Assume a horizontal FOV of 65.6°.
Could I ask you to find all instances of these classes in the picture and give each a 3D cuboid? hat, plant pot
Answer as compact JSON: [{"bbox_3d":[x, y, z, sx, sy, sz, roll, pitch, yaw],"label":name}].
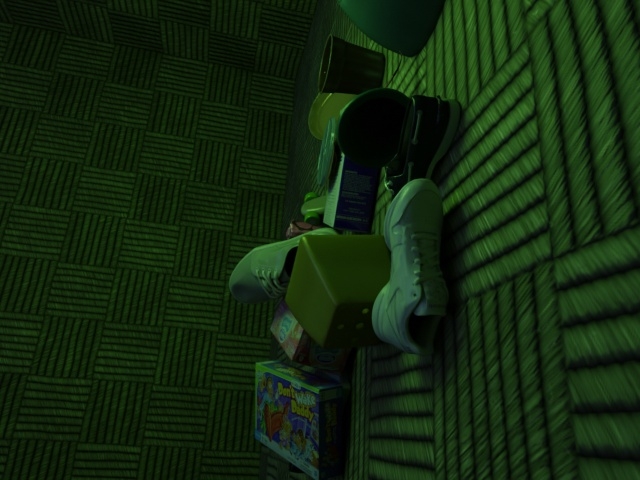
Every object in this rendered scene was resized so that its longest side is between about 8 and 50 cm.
[{"bbox_3d":[0.136,-0.287,1.137,0.173,0.208,0.183,56,-163,-25],"label":"hat"},{"bbox_3d":[0.151,-0.589,1.135,0.290,0.195,0.290,-172,90,-80],"label":"plant pot"},{"bbox_3d":[0.062,-0.425,1.608,0.236,0.032,0.236,-18,60,35],"label":"plant pot"},{"bbox_3d":[0.091,-0.500,1.452,0.167,0.165,0.167,-173,90,-79],"label":"plant pot"},{"bbox_3d":[0.059,0.126,1.127,0.187,0.212,0.212,-116,33,-48],"label":"plant pot"}]

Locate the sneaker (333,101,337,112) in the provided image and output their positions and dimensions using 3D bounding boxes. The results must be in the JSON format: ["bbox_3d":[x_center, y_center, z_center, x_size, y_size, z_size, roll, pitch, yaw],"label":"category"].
[{"bbox_3d":[0.064,-0.381,1.713,0.163,0.086,0.226,117,157,-52],"label":"sneaker"}]

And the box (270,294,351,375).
[{"bbox_3d":[-0.028,0.253,1.423,0.142,0.154,0.300,-68,18,0],"label":"box"}]

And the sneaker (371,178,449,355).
[{"bbox_3d":[0.177,0.049,0.850,0.152,0.114,0.305,-153,67,-64],"label":"sneaker"}]

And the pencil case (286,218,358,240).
[{"bbox_3d":[0.000,0.000,1.453,0.098,0.209,0.095,-59,-17,-77],"label":"pencil case"}]

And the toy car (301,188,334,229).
[{"bbox_3d":[0.026,-0.058,1.684,0.155,0.149,0.188,-92,-15,-54],"label":"toy car"}]

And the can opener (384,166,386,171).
[{"bbox_3d":[0.170,-0.240,1.171,0.073,0.059,0.186,-18,72,48],"label":"can opener"}]

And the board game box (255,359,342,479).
[{"bbox_3d":[-0.071,0.489,1.402,0.347,0.078,0.233,-1,88,55],"label":"board game box"}]

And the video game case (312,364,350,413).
[{"bbox_3d":[0.016,0.455,1.500,0.300,0.036,0.329,-103,23,-61],"label":"video game case"}]

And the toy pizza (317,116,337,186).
[{"bbox_3d":[0.026,-0.250,1.414,0.201,0.032,0.201,-171,90,-82],"label":"toy pizza"}]

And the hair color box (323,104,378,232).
[{"bbox_3d":[0.093,-0.201,1.389,0.185,0.110,0.339,-140,57,-80],"label":"hair color box"}]

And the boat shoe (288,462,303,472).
[{"bbox_3d":[-0.075,0.602,1.556,0.109,0.089,0.258,110,154,-80],"label":"boat shoe"}]

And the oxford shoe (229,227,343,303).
[{"bbox_3d":[-0.119,0.092,1.421,0.449,0.169,0.130,-24,21,36],"label":"oxford shoe"}]

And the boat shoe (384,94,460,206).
[{"bbox_3d":[0.172,-0.142,0.978,0.114,0.091,0.302,-99,20,-57],"label":"boat shoe"}]
